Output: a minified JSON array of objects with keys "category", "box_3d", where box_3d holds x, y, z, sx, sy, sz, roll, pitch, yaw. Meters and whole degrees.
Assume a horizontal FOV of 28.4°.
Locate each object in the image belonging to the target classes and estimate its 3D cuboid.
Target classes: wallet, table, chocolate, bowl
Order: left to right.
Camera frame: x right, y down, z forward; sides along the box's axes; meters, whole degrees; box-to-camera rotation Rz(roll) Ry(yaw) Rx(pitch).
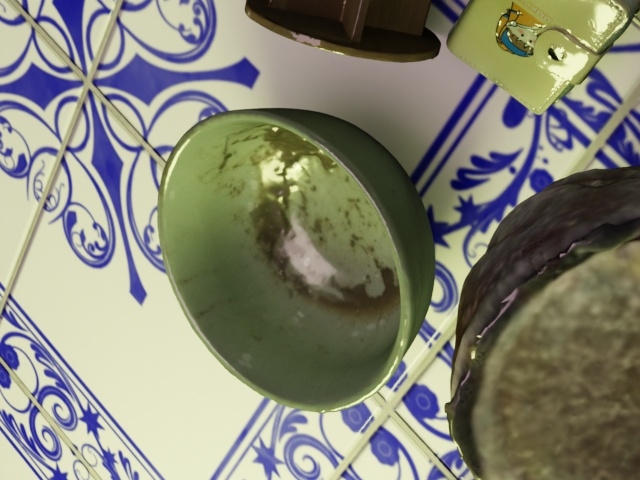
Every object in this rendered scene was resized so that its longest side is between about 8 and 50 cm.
[{"category":"bowl","box_3d":[0.000,0.000,1.168,0.289,0.146,0.289,18,120,34]},{"category":"table","box_3d":[0.043,-0.277,1.010,0.167,0.167,0.227,28,117,30]},{"category":"wallet","box_3d":[0.172,-0.171,0.975,0.110,0.039,0.155,38,151,2]},{"category":"chocolate","box_3d":[0.238,0.061,0.933,0.303,0.213,0.303,0,120,0]}]
